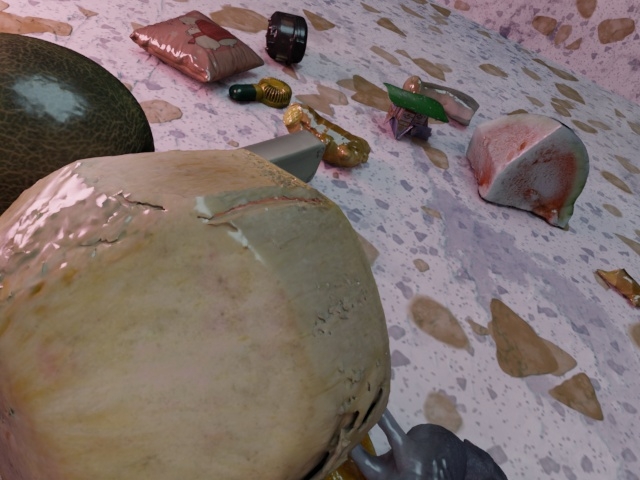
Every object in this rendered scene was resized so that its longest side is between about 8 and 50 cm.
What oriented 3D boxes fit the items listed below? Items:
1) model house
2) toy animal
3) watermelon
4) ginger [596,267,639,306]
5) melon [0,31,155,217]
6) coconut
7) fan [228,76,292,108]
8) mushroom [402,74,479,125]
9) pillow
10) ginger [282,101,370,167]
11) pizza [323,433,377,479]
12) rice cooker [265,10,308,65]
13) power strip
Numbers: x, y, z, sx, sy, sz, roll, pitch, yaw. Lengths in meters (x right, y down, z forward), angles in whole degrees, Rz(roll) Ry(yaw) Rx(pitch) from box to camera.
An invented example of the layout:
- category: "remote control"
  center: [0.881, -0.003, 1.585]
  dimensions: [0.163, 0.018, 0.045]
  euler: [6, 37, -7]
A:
- category: "model house"
  center: [0.217, -0.305, 1.225]
  dimensions: [0.166, 0.088, 0.117]
  euler: [11, 42, -20]
- category: "toy animal"
  center: [0.083, 0.240, 0.506]
  dimensions: [0.367, 0.081, 0.206]
  euler: [-12, 67, -53]
- category: "watermelon"
  center: [0.467, -0.157, 1.124]
  dimensions: [0.213, 0.289, 0.320]
  euler: [-37, 81, -16]
- category: "ginger"
  center: [0.658, 0.098, 1.057]
  dimensions: [0.137, 0.044, 0.057]
  euler: [46, 25, 20]
- category: "melon"
  center: [-0.361, -0.121, 0.594]
  dimensions: [0.301, 0.238, 0.238]
  euler: [11, 41, -4]
- category: "coconut"
  center: [-0.109, 0.081, 0.451]
  dimensions: [0.352, 0.353, 0.353]
  euler: [15, 40, -13]
- category: "fan"
  center: [-0.131, -0.330, 1.104]
  dimensions: [0.155, 0.039, 0.082]
  euler: [-16, 55, -38]
- category: "mushroom"
  center: [0.336, -0.396, 1.394]
  dimensions: [0.223, 0.081, 0.092]
  euler: [24, 62, -5]
- category: "pillow"
  center: [-0.266, -0.430, 1.105]
  dimensions: [0.223, 0.084, 0.236]
  euler: [33, 42, 6]
- category: "ginger"
  center: [0.018, -0.199, 1.009]
  dimensions: [0.205, 0.081, 0.115]
  euler: [18, 53, -19]
- category: "pizza"
  center: [0.007, 0.246, 0.541]
  dimensions: [0.130, 0.041, 0.178]
  euler: [4, 46, -34]
- category: "rice cooker"
  center: [-0.089, -0.524, 1.283]
  dimensions: [0.106, 0.112, 0.165]
  euler: [10, 39, -10]
- category: "power strip"
  center: [-0.137, -0.099, 0.806]
  dimensions: [0.062, 0.091, 0.385]
  euler: [41, 42, 20]
